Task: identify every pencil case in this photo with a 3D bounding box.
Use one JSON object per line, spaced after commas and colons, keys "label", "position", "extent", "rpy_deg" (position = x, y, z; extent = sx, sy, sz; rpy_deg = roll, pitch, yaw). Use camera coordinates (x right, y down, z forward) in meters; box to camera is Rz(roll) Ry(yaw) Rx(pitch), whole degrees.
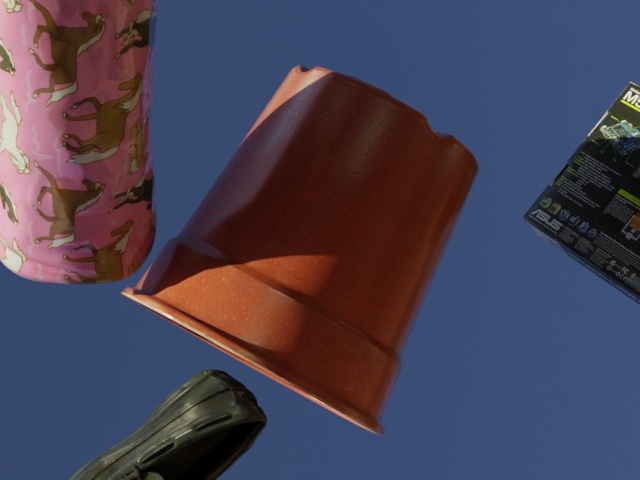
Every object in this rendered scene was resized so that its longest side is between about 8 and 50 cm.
{"label": "pencil case", "position": [-0.209, -0.135, 1.150], "extent": [0.160, 0.386, 0.167], "rpy_deg": [5, -136, -1]}

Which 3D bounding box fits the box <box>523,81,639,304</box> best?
{"label": "box", "position": [0.328, -0.042, 1.426], "extent": [0.184, 0.191, 0.045], "rpy_deg": [-50, -40, -3]}

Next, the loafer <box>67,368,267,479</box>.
{"label": "loafer", "position": [-0.138, 0.196, 1.143], "extent": [0.223, 0.078, 0.076], "rpy_deg": [-42, -47, -10]}

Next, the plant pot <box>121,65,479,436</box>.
{"label": "plant pot", "position": [0.000, 0.000, 1.320], "extent": [0.272, 0.272, 0.265], "rpy_deg": [32, -97, -26]}
